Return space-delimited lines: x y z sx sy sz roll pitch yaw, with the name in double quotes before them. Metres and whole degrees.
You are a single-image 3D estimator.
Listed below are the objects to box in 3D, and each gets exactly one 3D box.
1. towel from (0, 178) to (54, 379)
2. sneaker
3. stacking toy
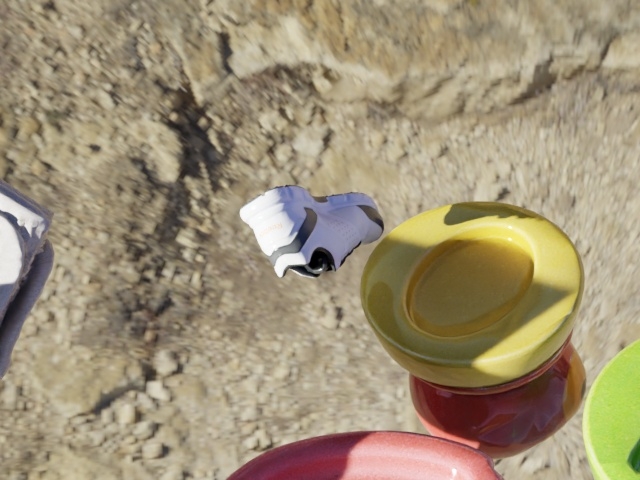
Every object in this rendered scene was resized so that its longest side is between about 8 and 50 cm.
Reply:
"towel" -0.290 0.063 0.837 0.187 0.049 0.282 33 93 16
"sneaker" 0.000 0.000 0.706 0.040 0.109 0.044 -32 73 29
"stacking toy" 0.106 0.147 0.702 0.279 0.130 0.309 19 52 29
